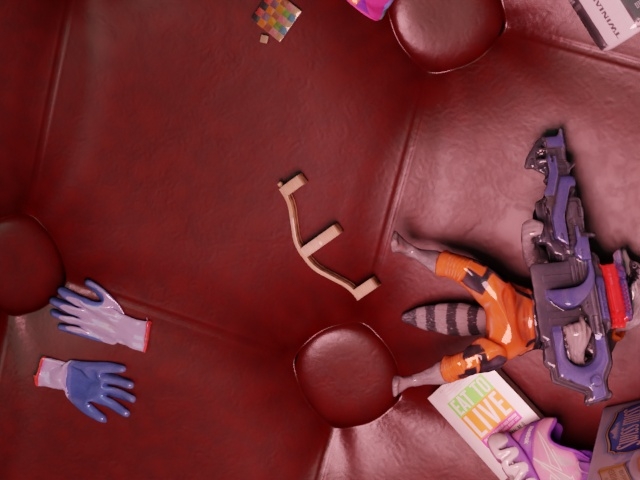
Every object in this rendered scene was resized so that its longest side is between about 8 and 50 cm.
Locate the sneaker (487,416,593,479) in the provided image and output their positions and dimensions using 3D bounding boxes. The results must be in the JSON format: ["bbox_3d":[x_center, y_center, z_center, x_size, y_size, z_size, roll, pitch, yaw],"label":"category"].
[{"bbox_3d":[0.303,0.308,1.626,0.105,0.095,0.236,-33,57,1],"label":"sneaker"}]

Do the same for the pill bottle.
[{"bbox_3d":[0.317,-0.353,1.549,0.130,0.130,0.245,-33,91,19],"label":"pill bottle"}]

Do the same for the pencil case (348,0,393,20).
[{"bbox_3d":[0.114,-0.377,1.619,0.236,0.104,0.104,-43,87,19],"label":"pencil case"}]

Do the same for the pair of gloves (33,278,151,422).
[{"bbox_3d":[-0.321,0.155,1.886,0.159,0.023,0.198,17,106,11],"label":"pair of gloves"}]

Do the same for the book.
[{"bbox_3d":[0.222,0.226,1.730,0.096,0.035,0.144,-45,82,15],"label":"book"}]

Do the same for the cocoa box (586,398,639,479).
[{"bbox_3d":[0.447,0.320,1.532,0.228,0.347,0.231,-16,96,19],"label":"cocoa box"}]

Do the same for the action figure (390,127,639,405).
[{"bbox_3d":[0.256,0.046,1.663,0.330,0.178,0.341,-1,74,9],"label":"action figure"}]

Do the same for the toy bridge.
[{"bbox_3d":[0.000,0.000,1.763,0.063,0.026,0.188,-36,90,20],"label":"toy bridge"}]

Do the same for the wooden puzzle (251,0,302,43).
[{"bbox_3d":[-0.056,-0.292,1.730,0.049,0.006,0.083,39,108,5],"label":"wooden puzzle"}]
